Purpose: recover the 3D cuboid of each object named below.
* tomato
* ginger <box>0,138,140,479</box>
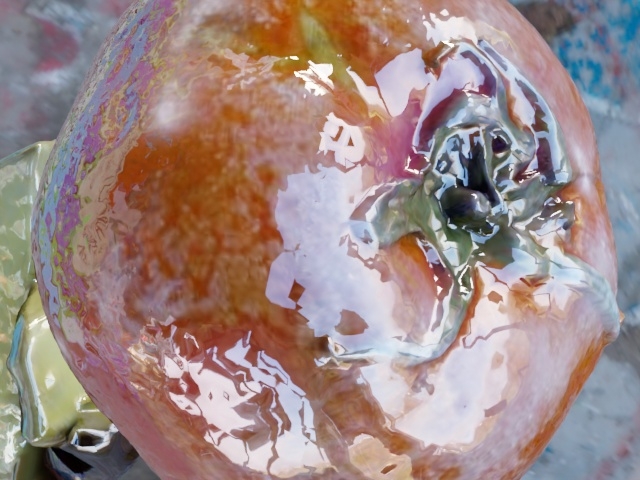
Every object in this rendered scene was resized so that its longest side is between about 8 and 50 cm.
[{"bbox_3d":[-0.002,0.003,0.579,0.189,0.232,0.232,-11,71,55],"label":"tomato"},{"bbox_3d":[-0.181,0.026,1.195,0.211,0.413,0.358,40,76,-8],"label":"ginger"}]
